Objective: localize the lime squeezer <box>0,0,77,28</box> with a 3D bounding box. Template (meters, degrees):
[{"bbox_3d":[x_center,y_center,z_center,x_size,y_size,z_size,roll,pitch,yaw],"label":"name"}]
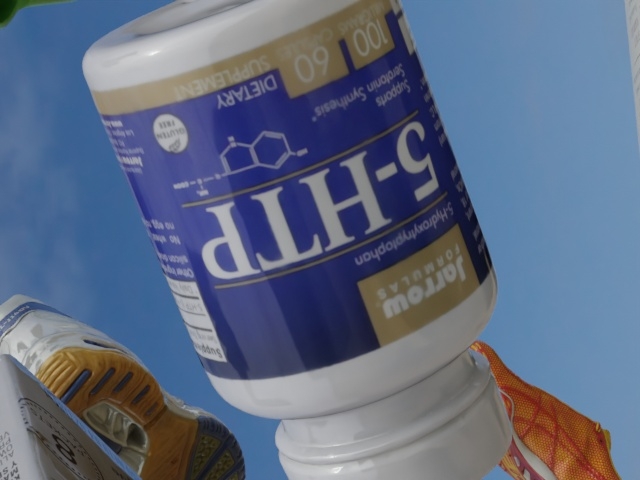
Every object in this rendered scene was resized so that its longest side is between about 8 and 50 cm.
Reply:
[{"bbox_3d":[-0.315,-0.214,1.463,0.310,0.110,0.059,-1,-88,-43],"label":"lime squeezer"}]

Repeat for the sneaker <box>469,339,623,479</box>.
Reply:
[{"bbox_3d":[0.153,0.133,1.130,0.067,0.064,0.175,-40,-89,-24],"label":"sneaker"}]

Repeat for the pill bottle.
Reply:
[{"bbox_3d":[0.000,0.000,0.595,0.186,0.112,0.112,69,-157,-15],"label":"pill bottle"}]

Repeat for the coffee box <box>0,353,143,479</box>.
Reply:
[{"bbox_3d":[-0.036,0.144,0.327,0.141,0.098,0.246,48,-179,-27],"label":"coffee box"}]

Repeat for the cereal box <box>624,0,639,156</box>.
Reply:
[{"bbox_3d":[0.114,-0.063,0.445,0.173,0.047,0.240,55,-151,-86],"label":"cereal box"}]

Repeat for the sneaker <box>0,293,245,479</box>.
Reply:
[{"bbox_3d":[-0.158,0.136,1.316,0.112,0.131,0.296,-43,-38,-12],"label":"sneaker"}]
